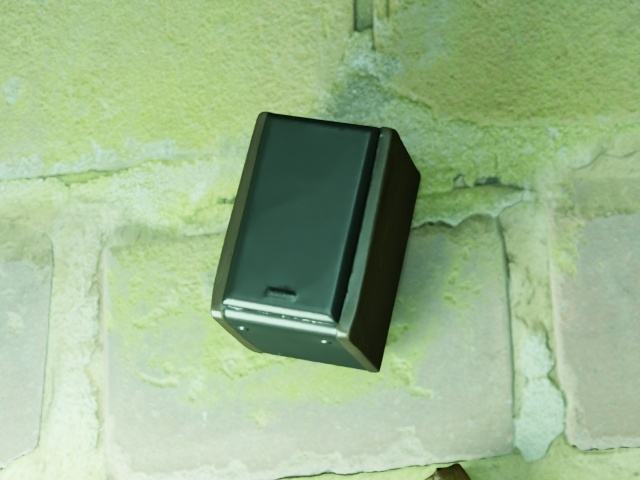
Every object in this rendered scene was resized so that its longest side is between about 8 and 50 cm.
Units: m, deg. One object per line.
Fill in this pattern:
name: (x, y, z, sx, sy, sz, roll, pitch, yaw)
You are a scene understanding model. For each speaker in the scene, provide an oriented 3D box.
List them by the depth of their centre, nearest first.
speaker: (0.000, 0.000, 1.819, 0.153, 0.192, 0.231, 8, 76, 17)

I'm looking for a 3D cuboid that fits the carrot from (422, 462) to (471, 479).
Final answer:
carrot: (0.170, 0.320, 1.776, 0.072, 0.072, 0.205, -39, 80, 4)
